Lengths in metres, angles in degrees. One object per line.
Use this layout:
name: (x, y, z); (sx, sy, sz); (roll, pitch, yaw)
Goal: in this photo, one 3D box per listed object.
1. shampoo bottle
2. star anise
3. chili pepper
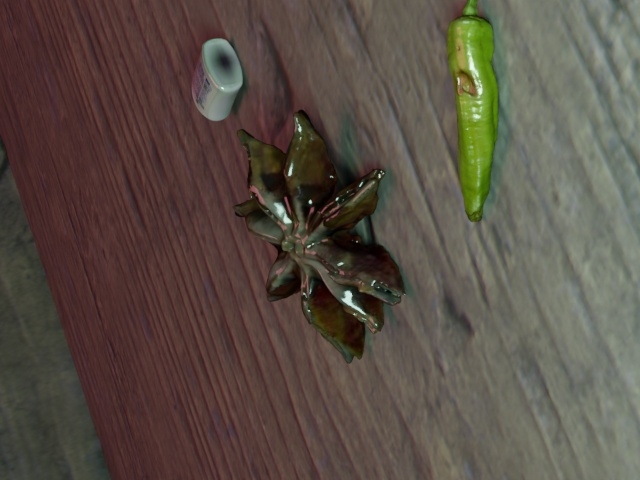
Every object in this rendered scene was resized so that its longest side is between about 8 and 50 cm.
shampoo bottle: (-0.125, -0.188, 1.960); (0.099, 0.043, 0.072); (119, 134, -63)
star anise: (0.000, 0.001, 1.690); (0.288, 0.088, 0.288); (35, 137, 41)
chili pepper: (0.127, -0.097, 1.355); (0.049, 0.043, 0.208); (29, 131, 47)
